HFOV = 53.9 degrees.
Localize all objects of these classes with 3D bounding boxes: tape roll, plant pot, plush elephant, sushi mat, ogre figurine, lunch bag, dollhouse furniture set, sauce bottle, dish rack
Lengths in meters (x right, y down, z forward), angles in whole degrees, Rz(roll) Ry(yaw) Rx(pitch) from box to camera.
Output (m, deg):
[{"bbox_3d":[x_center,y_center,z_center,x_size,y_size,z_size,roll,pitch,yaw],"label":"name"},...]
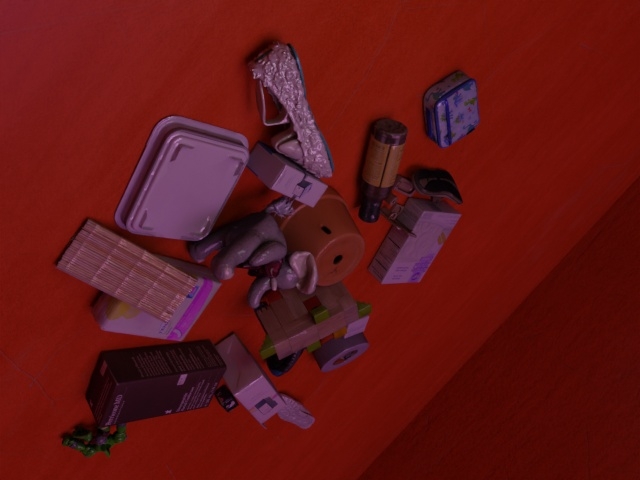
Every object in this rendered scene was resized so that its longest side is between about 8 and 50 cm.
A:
[{"bbox_3d":[0.083,0.436,2.497,0.219,0.072,0.219,-25,156,-12],"label":"tape roll"},{"bbox_3d":[0.000,0.000,1.922,0.291,0.203,0.291,-26,140,-24],"label":"plant pot"},{"bbox_3d":[-0.160,0.060,1.745,0.330,0.272,0.255,-37,116,-24],"label":"plush elephant"},{"bbox_3d":[-0.481,0.081,1.573,0.316,0.019,0.151,32,103,-22],"label":"sushi mat"},{"bbox_3d":[-0.696,0.618,1.980,0.197,0.097,0.118,-36,133,-29],"label":"ogre figurine"},{"bbox_3d":[0.415,-0.410,2.000,0.176,0.090,0.219,-32,141,-11],"label":"lunch bag"},{"bbox_3d":[0.295,-0.116,2.149,0.144,0.123,0.151,16,114,-50],"label":"dollhouse furniture set"},{"bbox_3d":[0.182,-0.208,1.964,0.111,0.111,0.344,-16,137,-32],"label":"sauce bottle"},{"bbox_3d":[-0.333,-0.133,1.589,0.285,0.072,0.333,8,122,-48],"label":"dish rack"}]

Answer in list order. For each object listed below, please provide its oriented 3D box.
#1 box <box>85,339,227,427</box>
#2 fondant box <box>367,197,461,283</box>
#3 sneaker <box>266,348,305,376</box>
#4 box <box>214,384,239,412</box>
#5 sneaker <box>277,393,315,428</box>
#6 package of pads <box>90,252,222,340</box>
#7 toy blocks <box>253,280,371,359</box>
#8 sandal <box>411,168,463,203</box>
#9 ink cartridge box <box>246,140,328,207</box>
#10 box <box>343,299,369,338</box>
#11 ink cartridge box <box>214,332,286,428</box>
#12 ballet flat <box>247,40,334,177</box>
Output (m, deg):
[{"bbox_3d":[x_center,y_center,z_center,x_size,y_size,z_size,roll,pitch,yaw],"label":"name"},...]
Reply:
[{"bbox_3d":[-0.500,0.434,1.944,0.381,0.143,0.191,1,126,-42],"label":"box"},{"bbox_3d":[0.351,0.006,2.350,0.238,0.096,0.330,1,126,-44],"label":"fondant box"},{"bbox_3d":[-0.074,0.359,2.281,0.140,0.125,0.341,4,126,-51],"label":"sneaker"},{"bbox_3d":[-0.344,0.578,2.295,0.052,0.062,0.083,-34,144,-10],"label":"box"},{"bbox_3d":[-0.123,0.695,2.612,0.090,0.095,0.235,-40,125,3],"label":"sneaker"},{"bbox_3d":[-0.453,0.159,1.742,0.296,0.101,0.229,22,109,-51],"label":"package of pads"},{"bbox_3d":[-0.066,0.199,2.034,0.381,0.261,0.190,-26,143,-11],"label":"toy blocks"},{"bbox_3d":[0.401,-0.185,2.213,0.303,0.120,0.086,8,148,-45],"label":"sandal"},{"bbox_3d":[-0.092,-0.177,1.709,0.191,0.139,0.082,18,110,-51],"label":"ink cartridge box"},{"bbox_3d":[0.112,0.301,2.415,0.101,0.102,0.087,-15,138,-32],"label":"box"},{"bbox_3d":[-0.240,0.496,2.188,0.119,0.207,0.353,-35,144,-9],"label":"ink cartridge box"},{"bbox_3d":[-0.083,-0.307,1.597,0.147,0.147,0.409,-33,133,-14],"label":"ballet flat"}]
